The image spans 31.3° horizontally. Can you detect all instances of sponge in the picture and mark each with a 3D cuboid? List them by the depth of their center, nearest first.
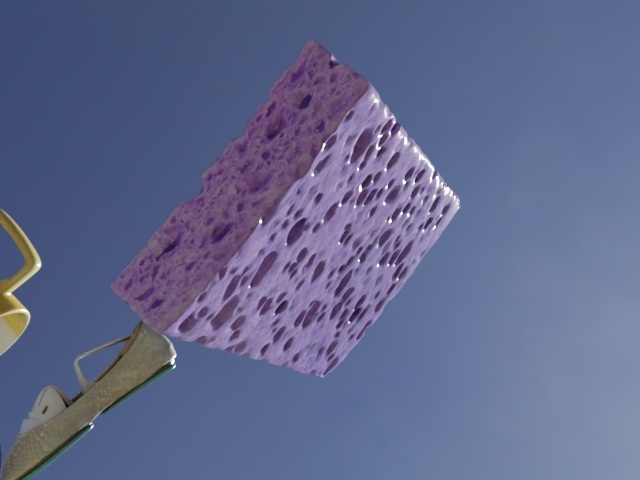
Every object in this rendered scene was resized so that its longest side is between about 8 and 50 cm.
[{"bbox_3d":[0.000,0.000,0.497,0.031,0.210,0.117,39,-88,19],"label":"sponge"}]

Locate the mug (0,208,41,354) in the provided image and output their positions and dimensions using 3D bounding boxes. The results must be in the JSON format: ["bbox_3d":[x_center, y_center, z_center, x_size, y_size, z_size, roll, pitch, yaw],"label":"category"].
[{"bbox_3d":[-0.172,0.024,0.526,0.078,0.064,0.062,-34,-13,-24],"label":"mug"}]

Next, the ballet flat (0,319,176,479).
[{"bbox_3d":[-0.188,0.122,0.884,0.052,0.168,0.057,56,-29,-6],"label":"ballet flat"}]
